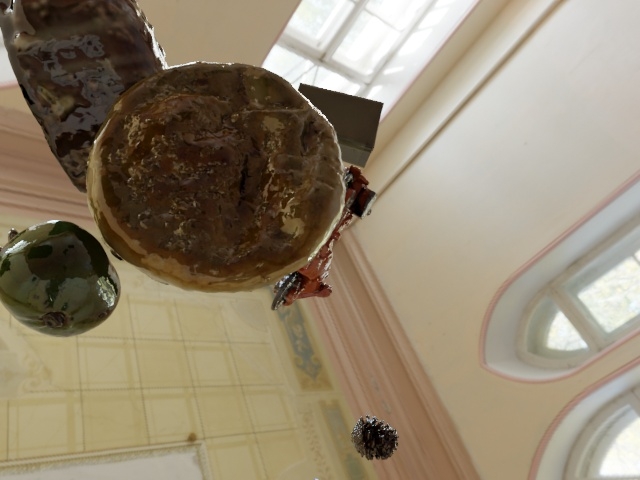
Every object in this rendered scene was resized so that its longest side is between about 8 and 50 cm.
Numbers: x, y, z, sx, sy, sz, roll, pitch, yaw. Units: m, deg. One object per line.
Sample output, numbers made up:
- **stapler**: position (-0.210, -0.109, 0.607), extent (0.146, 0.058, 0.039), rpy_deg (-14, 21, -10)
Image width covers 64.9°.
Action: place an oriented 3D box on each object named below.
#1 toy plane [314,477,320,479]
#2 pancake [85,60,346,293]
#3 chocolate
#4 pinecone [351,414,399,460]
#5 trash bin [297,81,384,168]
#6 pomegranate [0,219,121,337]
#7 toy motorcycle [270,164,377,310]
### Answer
- **toy plane**: position (0.025, 0.577, 1.036), extent (0.246, 0.078, 0.169), rpy_deg (22, 142, 60)
- **pancake**: position (-0.138, -0.107, 0.722), extent (0.386, 0.082, 0.387), rpy_deg (4, -113, -10)
- **chocolate**: position (-0.352, -0.270, 0.836), extent (0.225, 0.209, 0.341), rpy_deg (-115, 9, -72)
- **pinecone**: position (0.094, 0.344, 0.878), extent (0.083, 0.077, 0.077), rpy_deg (7, -140, -11)
- **trash bin**: position (0.035, -0.319, 1.393), extent (0.240, 0.122, 0.164), rpy_deg (14, -111, -3)
- **pomegranate**: position (-0.354, 0.043, 0.645), extent (0.191, 0.152, 0.131), rpy_deg (16, -131, 24)
- **toy motorcycle**: position (0.000, 0.000, 1.047), extent (0.147, 0.326, 0.221), rpy_deg (31, -175, 9)
